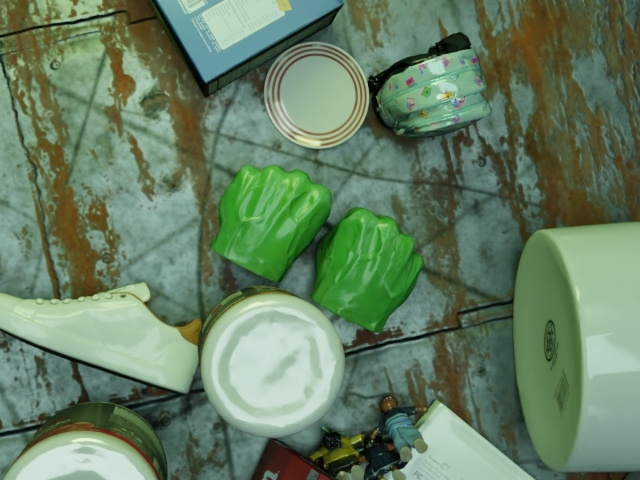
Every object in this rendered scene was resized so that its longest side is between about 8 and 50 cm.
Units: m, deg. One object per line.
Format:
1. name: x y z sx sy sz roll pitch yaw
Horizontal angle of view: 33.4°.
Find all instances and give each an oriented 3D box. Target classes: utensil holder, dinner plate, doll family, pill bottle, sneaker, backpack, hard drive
1. utensil holder: 0.466 0.126 1.336 0.386 0.327 0.327 -1 91 -4
2. dinner plate: -0.005 -0.191 1.402 0.141 0.017 0.141 4 109 12
3. doll family: 0.056 0.273 1.396 0.193 0.111 0.076 -17 114 -6
4. pill bottle: -0.067 0.136 1.285 0.162 0.278 0.162 0 91 -7
5. pill bottle: -0.267 0.284 1.241 0.176 0.318 0.176 0 90 -8
6. sneaker: -0.289 0.098 1.356 0.290 0.106 0.123 20 79 -15
7. backpack: 0.149 -0.191 1.358 0.152 0.182 0.115 -25 94 -7
8. hard drive: 0.139 0.398 1.433 0.203 0.040 0.307 40 86 -6

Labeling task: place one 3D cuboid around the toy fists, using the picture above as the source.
1. toy fists: 0.000 0.000 1.388 0.279 0.096 0.142 28 97 -8

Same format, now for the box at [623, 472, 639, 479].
1. box: 0.541 0.469 1.421 0.345 0.168 0.215 37 86 -5

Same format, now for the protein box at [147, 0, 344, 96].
1. protein box: -0.110 -0.323 1.347 0.201 0.136 0.199 -31 94 -6

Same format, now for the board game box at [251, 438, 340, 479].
1. board game box: -0.076 0.408 1.359 0.027 0.145 0.281 26 87 -37
